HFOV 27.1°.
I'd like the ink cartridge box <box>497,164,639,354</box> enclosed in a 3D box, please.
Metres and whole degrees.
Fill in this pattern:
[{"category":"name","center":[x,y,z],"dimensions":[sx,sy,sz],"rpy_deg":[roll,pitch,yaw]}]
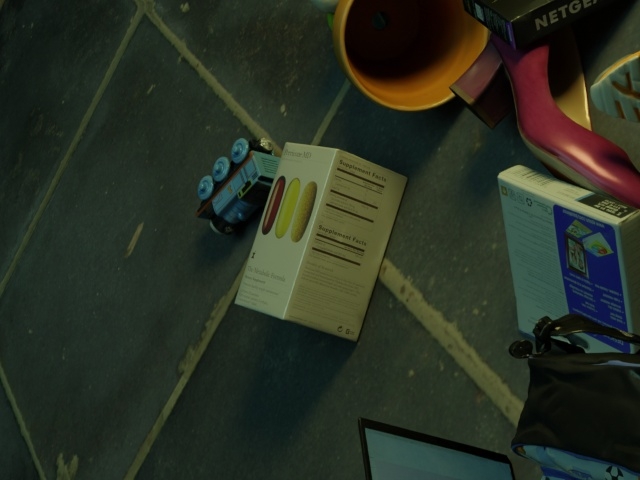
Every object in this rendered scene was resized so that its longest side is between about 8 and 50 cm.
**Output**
[{"category":"ink cartridge box","center":[0.284,0.038,1.476],"dimensions":[0.206,0.045,0.208],"rpy_deg":[29,136,54]}]

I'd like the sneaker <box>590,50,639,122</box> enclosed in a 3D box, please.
[{"category":"sneaker","center":[0.385,-0.190,1.415],"dimensions":[0.215,0.084,0.083],"rpy_deg":[-21,28,-4]}]

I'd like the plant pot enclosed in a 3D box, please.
[{"category":"plant pot","center":[0.104,-0.295,1.826],"dimensions":[0.205,0.205,0.188],"rpy_deg":[-64,19,10]}]

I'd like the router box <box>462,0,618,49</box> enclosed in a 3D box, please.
[{"category":"router box","center":[0.278,-0.309,1.614],"dimensions":[0.179,0.046,0.133],"rpy_deg":[-26,38,-8]}]

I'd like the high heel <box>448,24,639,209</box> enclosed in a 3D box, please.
[{"category":"high heel","center":[0.305,-0.164,1.543],"dimensions":[0.181,0.127,0.377],"rpy_deg":[-46,45,4]}]

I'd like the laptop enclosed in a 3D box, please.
[{"category":"laptop","center":[0.185,0.295,1.371],"dimensions":[0.264,0.234,0.136],"rpy_deg":[8,81,56]}]

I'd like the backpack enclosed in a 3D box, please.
[{"category":"backpack","center":[0.335,0.194,1.192],"dimensions":[0.276,0.263,0.213],"rpy_deg":[9,88,62]}]

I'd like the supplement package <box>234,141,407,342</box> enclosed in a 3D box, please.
[{"category":"supplement package","center":[0.000,0.000,1.859],"dimensions":[0.139,0.134,0.244],"rpy_deg":[12,84,55]}]

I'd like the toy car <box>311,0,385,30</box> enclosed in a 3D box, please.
[{"category":"toy car","center":[0.072,-0.389,1.967],"dimensions":[0.136,0.159,0.182],"rpy_deg":[14,84,19]}]

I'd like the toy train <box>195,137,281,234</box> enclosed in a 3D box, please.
[{"category":"toy train","center":[-0.130,-0.084,2.134],"dimensions":[0.184,0.080,0.105],"rpy_deg":[-44,48,33]}]
